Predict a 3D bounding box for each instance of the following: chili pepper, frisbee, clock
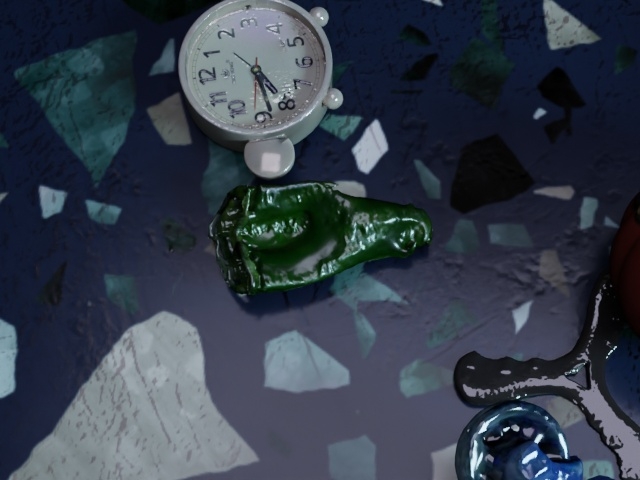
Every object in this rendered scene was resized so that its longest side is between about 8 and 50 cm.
[{"bbox_3d":[-0.001,-0.001,1.104,0.216,0.062,0.108,-3,78,1],"label":"chili pepper"},{"bbox_3d":[0.252,0.135,1.074,0.211,0.012,0.187,-34,75,-10],"label":"frisbee"},{"bbox_3d":[-0.061,-0.164,1.159,0.155,0.063,0.229,-10,75,-4],"label":"clock"}]

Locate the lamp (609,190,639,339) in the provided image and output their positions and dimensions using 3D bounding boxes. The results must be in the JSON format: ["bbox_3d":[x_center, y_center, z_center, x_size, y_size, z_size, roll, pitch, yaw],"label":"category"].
[{"bbox_3d":[0.367,0.022,1.011,0.226,0.227,0.227,-1,72,2],"label":"lamp"}]

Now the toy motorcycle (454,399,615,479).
[{"bbox_3d":[0.159,0.312,0.963,0.182,0.241,0.319,19,76,50],"label":"toy motorcycle"}]
